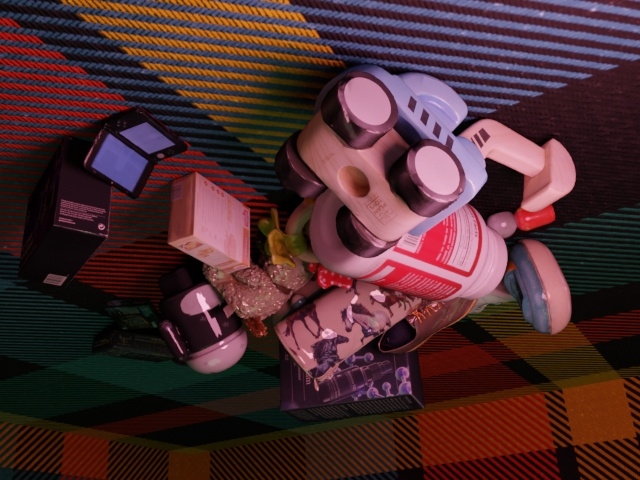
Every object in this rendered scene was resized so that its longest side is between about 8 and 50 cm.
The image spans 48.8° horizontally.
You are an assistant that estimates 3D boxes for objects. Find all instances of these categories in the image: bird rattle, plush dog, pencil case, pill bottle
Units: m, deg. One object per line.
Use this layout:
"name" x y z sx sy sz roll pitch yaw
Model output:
"bird rattle" 0.000 0.000 1.532 0.253 0.143 0.207 21 116 -25
"plush dog" -0.115 0.087 1.683 0.225 0.211 0.262 -41 143 14
"pencil case" 0.102 0.175 1.702 0.410 0.184 0.160 -33 -174 -4
"pill bottle" 0.197 -0.001 1.462 0.407 0.229 0.229 19 146 -37

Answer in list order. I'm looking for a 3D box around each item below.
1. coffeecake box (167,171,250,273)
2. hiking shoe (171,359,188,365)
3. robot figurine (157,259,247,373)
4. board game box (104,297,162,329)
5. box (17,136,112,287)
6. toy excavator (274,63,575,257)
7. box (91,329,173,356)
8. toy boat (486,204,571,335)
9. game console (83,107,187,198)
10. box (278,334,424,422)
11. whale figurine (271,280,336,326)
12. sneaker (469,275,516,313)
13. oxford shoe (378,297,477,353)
"coffeecake box" -0.223 -0.032 1.442 0.068 0.143 0.185 -16 151 26
"hiking shoe" -0.396 0.331 2.249 0.226 0.086 0.114 -21 136 20
"robot figurine" -0.296 0.194 1.752 0.209 0.278 0.173 -26 -175 -13
"board game box" -0.536 0.215 2.035 0.126 0.026 0.186 -3 154 -1
"box" -0.484 -0.047 1.335 0.103 0.185 0.261 16 148 -30
"toy excavator" 0.215 -0.152 1.202 0.433 0.445 0.222 45 143 -2
"box" -0.571 0.333 2.209 0.232 0.059 0.183 15 159 -34
"toy boat" 0.482 0.053 1.656 0.148 0.268 0.318 -14 122 6
"game console" -0.325 -0.151 1.252 0.124 0.085 0.144 -15 152 23
"box" 0.089 0.365 2.118 0.395 0.294 0.212 -11 153 14
"whale figurine" 0.001 0.170 1.828 0.272 0.141 0.216 -42 161 20
"sneaker" 0.476 0.144 1.939 0.255 0.094 0.151 2 149 12
"oxford shoe" 0.292 0.183 1.848 0.364 0.130 0.132 -51 159 26
